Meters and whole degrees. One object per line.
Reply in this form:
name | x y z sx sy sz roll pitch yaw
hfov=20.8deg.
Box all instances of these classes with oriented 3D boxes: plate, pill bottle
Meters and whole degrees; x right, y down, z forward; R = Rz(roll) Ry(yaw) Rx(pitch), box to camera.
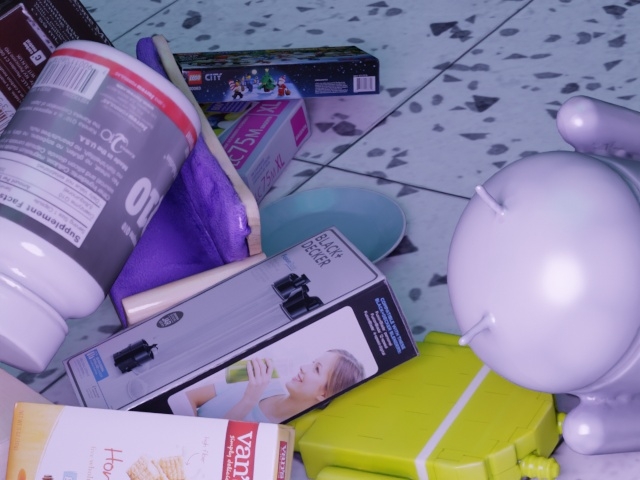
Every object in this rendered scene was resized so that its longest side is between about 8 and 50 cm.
plate | 0.000 0.000 1.852 0.188 0.024 0.188 -9 31 5
pill bottle | -0.243 -0.029 1.612 0.161 0.161 0.283 14 67 35

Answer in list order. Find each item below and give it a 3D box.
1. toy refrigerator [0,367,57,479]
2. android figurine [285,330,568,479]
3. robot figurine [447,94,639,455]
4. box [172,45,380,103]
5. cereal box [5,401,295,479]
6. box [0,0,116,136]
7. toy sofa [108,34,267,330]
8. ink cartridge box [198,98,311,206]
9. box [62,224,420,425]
toy refrigerator | -0.341 0.169 1.616 0.102 0.094 0.269 -26 32 -32
android figurine | 0.096 0.159 1.532 0.273 0.056 0.248 6 34 29
robot figurine | 0.250 0.030 1.471 0.354 0.299 0.200 5 -11 -40
box | -0.058 -0.201 2.092 0.233 0.044 0.159 -4 13 -9
cereal box | -0.144 0.224 1.410 0.240 0.173 0.047 2 -9 21
box | -0.352 -0.198 2.071 0.167 0.168 0.203 -32 19 14
toy sofa | -0.175 -0.043 1.775 0.150 0.177 0.362 -18 43 -12
ink cartridge box | -0.189 -0.108 2.054 0.311 0.065 0.186 2 33 23
box | -0.075 0.106 1.573 0.290 0.087 0.169 -26 22 -6
